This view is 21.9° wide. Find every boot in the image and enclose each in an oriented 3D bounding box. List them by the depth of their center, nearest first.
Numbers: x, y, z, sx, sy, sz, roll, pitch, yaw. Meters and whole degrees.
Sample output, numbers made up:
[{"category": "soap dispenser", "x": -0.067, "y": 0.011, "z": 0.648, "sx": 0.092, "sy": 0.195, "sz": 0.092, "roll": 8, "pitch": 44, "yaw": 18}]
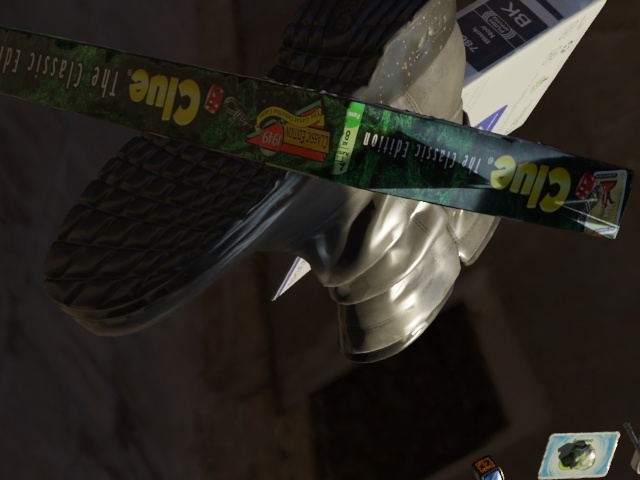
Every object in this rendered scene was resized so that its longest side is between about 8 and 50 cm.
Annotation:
[{"category": "boot", "x": 0.000, "y": 0.000, "z": 1.009, "sx": 0.118, "sy": 0.338, "sz": 0.223, "roll": 23, "pitch": -36, "yaw": 41}]

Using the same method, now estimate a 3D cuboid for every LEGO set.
[{"category": "LEGO set", "x": 0.235, "y": 0.244, "z": 1.554, "sx": 0.060, "sy": 0.244, "sz": 0.182, "roll": -130, "pitch": -133, "yaw": -54}]

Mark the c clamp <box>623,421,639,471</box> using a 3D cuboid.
[{"category": "c clamp", "x": 0.336, "y": 0.200, "z": 1.341, "sx": 0.137, "sy": 0.160, "sz": 0.022, "roll": 59, "pitch": 45, "yaw": -44}]

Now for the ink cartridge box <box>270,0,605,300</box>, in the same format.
[{"category": "ink cartridge box", "x": 0.075, "y": -0.092, "z": 1.256, "sx": 0.065, "sy": 0.165, "sz": 0.332, "roll": 44, "pitch": 48, "yaw": 12}]

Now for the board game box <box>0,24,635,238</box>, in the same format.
[{"category": "board game box", "x": -0.031, "y": -0.046, "z": 0.592, "sx": 0.136, "sy": 0.030, "sz": 0.259, "roll": 6, "pitch": 8, "yaw": -42}]
